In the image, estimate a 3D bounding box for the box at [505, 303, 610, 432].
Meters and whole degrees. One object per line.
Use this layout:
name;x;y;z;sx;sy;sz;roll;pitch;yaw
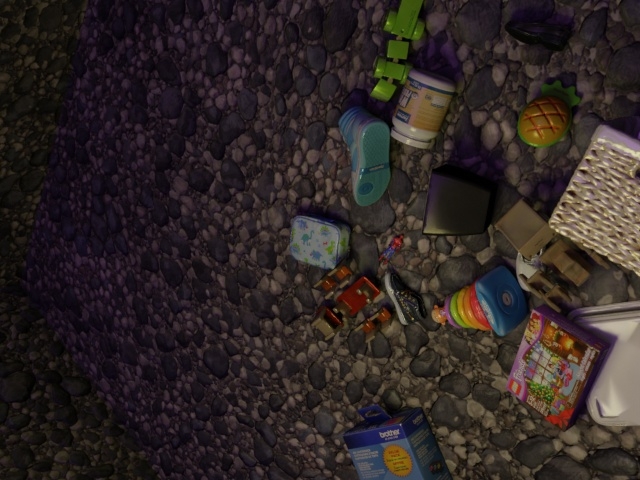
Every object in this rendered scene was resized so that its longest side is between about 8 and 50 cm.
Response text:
box;0.636;0.348;1.592;0.201;0.057;0.293;37;131;42

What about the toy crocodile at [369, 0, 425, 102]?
toy crocodile;0.229;-0.581;1.747;0.115;0.105;0.340;10;110;-8

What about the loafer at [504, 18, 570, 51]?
loafer;0.566;-0.547;1.525;0.170;0.062;0.061;29;94;26

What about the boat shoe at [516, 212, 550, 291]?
boat shoe;0.579;0.036;1.617;0.083;0.076;0.226;11;106;36

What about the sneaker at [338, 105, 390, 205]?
sneaker;0.133;-0.284;1.881;0.208;0.127;0.319;-121;27;-45

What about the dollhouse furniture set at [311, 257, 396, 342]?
dollhouse furniture set;0.092;0.217;1.988;0.262;0.135;0.259;46;122;-3

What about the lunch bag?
lunch bag;0.000;0.000;2.044;0.219;0.090;0.176;16;110;34

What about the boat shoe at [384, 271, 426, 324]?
boat shoe;0.278;0.180;1.891;0.083;0.065;0.183;-22;93;37

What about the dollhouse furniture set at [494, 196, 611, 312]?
dollhouse furniture set;0.597;0.021;1.521;0.242;0.161;0.212;35;108;-21

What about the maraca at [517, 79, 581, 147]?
maraca;0.593;-0.329;1.521;0.127;0.099;0.186;31;92;20

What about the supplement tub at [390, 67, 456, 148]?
supplement tub;0.295;-0.384;1.703;0.144;0.144;0.200;32;117;28

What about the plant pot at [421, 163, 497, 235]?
plant pot;0.404;-0.106;1.668;0.167;0.188;0.187;13;107;21

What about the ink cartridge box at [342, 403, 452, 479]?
ink cartridge box;0.255;0.734;1.969;0.270;0.151;0.395;-28;81;38

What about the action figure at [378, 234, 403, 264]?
action figure;0.235;0.026;1.909;0.038;0.030;0.115;43;117;16

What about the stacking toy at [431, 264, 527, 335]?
stacking toy;0.436;0.200;1.736;0.302;0.166;0.175;-25;90;53

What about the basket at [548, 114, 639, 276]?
basket;0.747;-0.093;1.303;0.328;0.331;0.266;35;121;27

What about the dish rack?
dish rack;0.802;0.331;1.514;0.285;0.072;0.333;-15;91;38
